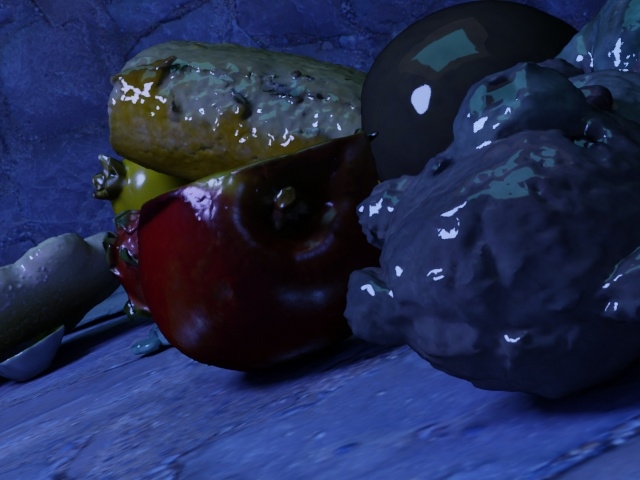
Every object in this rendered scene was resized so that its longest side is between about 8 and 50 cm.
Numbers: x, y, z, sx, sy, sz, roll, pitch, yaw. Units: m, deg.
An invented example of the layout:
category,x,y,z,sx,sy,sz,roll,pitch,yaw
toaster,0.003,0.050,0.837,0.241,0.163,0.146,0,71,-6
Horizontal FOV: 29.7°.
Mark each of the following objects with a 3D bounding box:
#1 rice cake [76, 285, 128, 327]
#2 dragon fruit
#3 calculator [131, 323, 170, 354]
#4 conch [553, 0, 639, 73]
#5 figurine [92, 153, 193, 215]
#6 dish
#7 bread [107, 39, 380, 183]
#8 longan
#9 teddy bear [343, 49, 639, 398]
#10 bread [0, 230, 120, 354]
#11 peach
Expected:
category,x,y,z,sx,sy,sz,roll,pitch,yaw
rice cake,-0.287,0.084,1.755,0.211,0.038,0.124,-19,6,18
dragon fruit,-0.184,0.033,1.449,0.137,0.135,0.236,-13,-17,-10
calculator,-0.125,0.082,1.243,0.153,0.021,0.095,-21,4,-26
conch,0.237,-0.098,0.908,0.277,0.195,0.220,10,64,35
figurine,-0.186,-0.032,1.552,0.234,0.127,0.185,-5,-45,-35
dish,-0.348,0.143,1.421,0.091,0.039,0.137,-33,7,-34
bread,-0.041,-0.131,1.404,0.376,0.165,0.236,16,17,13
longan,0.162,-0.117,1.131,0.248,0.248,0.248,-21,6,2
teddy bear,0.127,-0.019,0.616,0.236,0.151,0.267,-10,7,35
bread,-0.366,0.089,1.492,0.316,0.054,0.316,-34,-11,-8
peach,-0.060,0.018,0.894,0.154,0.158,0.267,-13,3,-24
